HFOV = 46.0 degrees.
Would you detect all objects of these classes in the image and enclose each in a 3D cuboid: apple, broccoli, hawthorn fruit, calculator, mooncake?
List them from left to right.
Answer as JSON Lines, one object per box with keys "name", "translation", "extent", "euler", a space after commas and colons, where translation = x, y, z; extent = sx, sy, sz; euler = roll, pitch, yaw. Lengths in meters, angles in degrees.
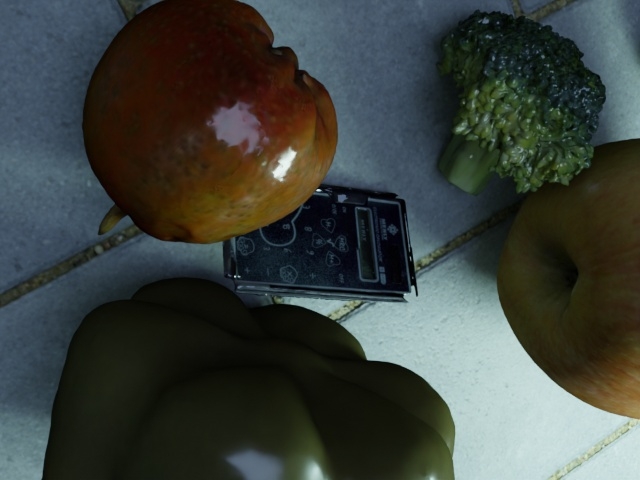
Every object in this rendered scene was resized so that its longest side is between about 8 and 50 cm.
{"name": "hawthorn fruit", "translation": [-0.142, -0.113, 0.830], "extent": [0.298, 0.277, 0.277], "euler": [-44, 115, 5]}
{"name": "mooncake", "translation": [-0.067, 0.228, 0.836], "extent": [0.467, 0.467, 0.262], "euler": [16, 98, -24]}
{"name": "calculator", "translation": [0.000, 0.000, 0.986], "extent": [0.274, 0.028, 0.166], "euler": [5, 63, -24]}
{"name": "broccoli", "translation": [0.260, -0.163, 1.014], "extent": [0.247, 0.263, 0.243], "euler": [-11, 143, -49]}
{"name": "apple", "translation": [0.436, 0.048, 1.025], "extent": [0.346, 0.391, 0.392], "euler": [2, 103, -18]}
